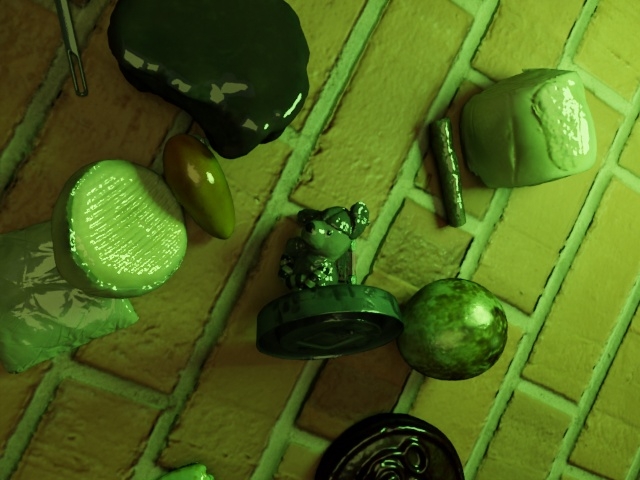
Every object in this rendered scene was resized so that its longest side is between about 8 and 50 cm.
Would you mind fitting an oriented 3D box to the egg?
[{"bbox_3d":[0.303,0.211,1.127,0.289,0.238,0.238,-17,99,-44],"label":"egg"}]

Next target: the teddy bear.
[{"bbox_3d":[-0.014,0.008,1.089,0.144,0.171,0.251,11,100,-51],"label":"teddy bear"}]

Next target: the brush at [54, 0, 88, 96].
[{"bbox_3d":[-0.524,-0.434,1.001,0.062,0.027,0.266,-10,100,-13],"label":"brush"}]

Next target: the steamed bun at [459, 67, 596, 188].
[{"bbox_3d":[0.493,-0.256,1.177,0.272,0.273,0.290,-25,96,4],"label":"steamed bun"}]

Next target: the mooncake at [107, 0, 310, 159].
[{"bbox_3d":[-0.203,-0.367,0.988,0.350,0.212,0.381,-44,100,-13],"label":"mooncake"}]

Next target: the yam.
[{"bbox_3d":[0.324,-0.170,1.214,0.061,0.061,0.274,-15,98,-13],"label":"yam"}]

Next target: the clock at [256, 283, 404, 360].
[{"bbox_3d":[0.018,0.185,1.040,0.319,0.319,0.066,0,60,-14],"label":"clock"}]

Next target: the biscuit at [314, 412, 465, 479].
[{"bbox_3d":[0.181,0.642,1.213,0.408,0.091,0.407,-1,94,-14],"label":"biscuit"}]

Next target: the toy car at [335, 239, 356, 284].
[{"bbox_3d":[0.057,0.050,1.159,0.055,0.069,0.142,-5,96,-56],"label":"toy car"}]

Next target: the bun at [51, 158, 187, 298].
[{"bbox_3d":[-0.409,-0.020,0.971,0.287,0.146,0.287,17,67,-48],"label":"bun"}]

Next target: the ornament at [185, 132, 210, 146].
[{"bbox_3d":[-0.280,-0.205,1.068,0.068,0.041,0.092,36,75,-19],"label":"ornament"}]

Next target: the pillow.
[{"bbox_3d":[-0.564,0.101,0.994,0.274,0.076,0.280,-22,99,-14],"label":"pillow"}]

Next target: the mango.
[{"bbox_3d":[-0.249,-0.104,1.016,0.113,0.138,0.253,-28,123,-11],"label":"mango"}]

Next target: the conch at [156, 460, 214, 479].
[{"bbox_3d":[-0.315,0.558,1.092,0.170,0.079,0.105,1,78,-8],"label":"conch"}]
